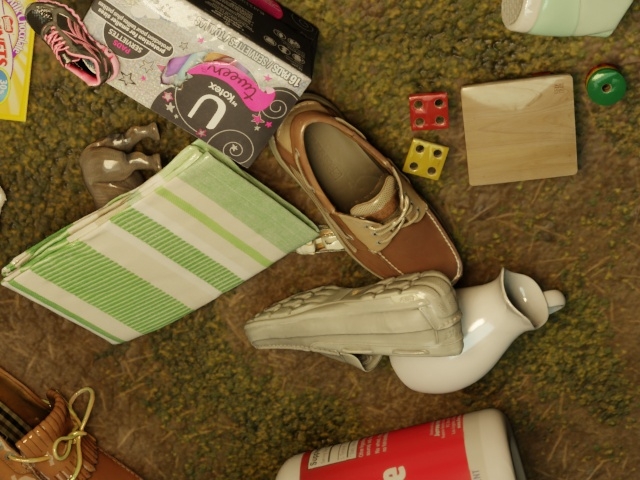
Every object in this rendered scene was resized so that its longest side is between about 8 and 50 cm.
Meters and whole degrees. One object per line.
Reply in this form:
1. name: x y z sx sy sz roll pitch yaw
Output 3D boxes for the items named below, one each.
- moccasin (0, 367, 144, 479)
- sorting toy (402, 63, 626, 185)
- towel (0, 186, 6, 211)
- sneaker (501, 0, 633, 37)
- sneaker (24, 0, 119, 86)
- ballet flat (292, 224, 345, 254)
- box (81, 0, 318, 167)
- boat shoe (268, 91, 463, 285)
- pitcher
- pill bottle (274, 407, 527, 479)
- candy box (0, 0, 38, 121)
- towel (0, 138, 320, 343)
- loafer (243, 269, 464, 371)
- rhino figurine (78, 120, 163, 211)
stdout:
1. moccasin: -0.390 0.263 1.843 0.380 0.139 0.147 40 122 -8
2. sorting toy: 0.232 -0.140 1.638 0.275 0.046 0.132 -7 118 5
3. towel: -0.553 -0.031 1.725 0.282 0.049 0.187 15 120 -5
4. sneaker: 0.303 -0.352 1.505 0.151 0.094 0.256 5 110 -20
5. sneaker: -0.270 -0.208 1.435 0.119 0.057 0.047 40 119 -11
6. ballet flat: 0.000 0.000 1.728 0.114 0.041 0.041 -7 118 6
7. box: -0.144 -0.224 1.539 0.247 0.163 0.142 30 117 -13
8. boat shoe: 0.060 -0.043 1.642 0.324 0.116 0.123 42 90 -20
9. pitcher: 0.206 0.116 1.744 0.207 0.125 0.178 -34 155 31
10. pill bottle: 0.079 0.381 1.827 0.408 0.229 0.229 -15 117 10
11. candy box: -0.395 -0.243 1.607 0.105 0.027 0.206 4 121 -14
12. towel: -0.199 0.013 1.670 0.325 0.038 0.248 -31 140 19
13. loafer: 0.037 0.115 1.696 0.319 0.112 0.111 -9 106 41
14. rhino figurine: -0.236 -0.034 1.700 0.106 0.073 0.243 -8 126 1
